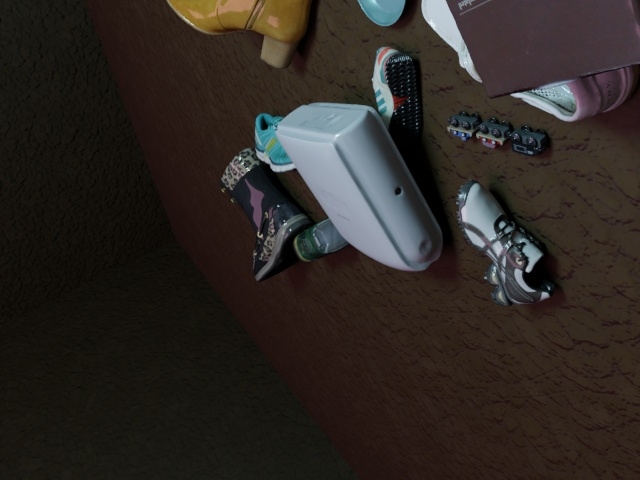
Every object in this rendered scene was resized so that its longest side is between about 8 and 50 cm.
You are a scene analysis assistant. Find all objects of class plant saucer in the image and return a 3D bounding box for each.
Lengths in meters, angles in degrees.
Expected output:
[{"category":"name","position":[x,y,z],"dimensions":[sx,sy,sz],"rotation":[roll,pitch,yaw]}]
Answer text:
[{"category":"plant saucer","position":[0.087,-0.362,0.763],"dimensions":[0.119,0.021,0.119],"rotation":[48,154,32]}]

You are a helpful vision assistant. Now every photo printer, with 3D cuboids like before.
[{"category":"photo printer","position":[0.071,-0.084,0.949],"dimensions":[0.308,0.107,0.256],"rotation":[56,167,-28]}]

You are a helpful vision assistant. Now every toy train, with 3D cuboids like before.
[{"category":"toy train","position":[0.226,-0.139,0.717],"dimensions":[0.158,0.027,0.036],"rotation":[33,156,50]}]

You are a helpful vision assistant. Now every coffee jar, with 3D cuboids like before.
[{"category":"coffee jar","position":[0.000,0.000,1.303],"dimensions":[0.079,0.096,0.184],"rotation":[64,158,1]}]

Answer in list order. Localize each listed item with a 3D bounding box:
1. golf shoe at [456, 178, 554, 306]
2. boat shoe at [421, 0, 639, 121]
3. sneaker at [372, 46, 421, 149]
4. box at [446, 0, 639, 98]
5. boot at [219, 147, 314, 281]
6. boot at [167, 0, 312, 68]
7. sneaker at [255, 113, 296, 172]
[{"category":"golf shoe","position":[0.261,0.000,0.760],"dimensions":[0.093,0.077,0.198],"rotation":[-8,116,56]},{"category":"boat shoe","position":[0.194,-0.217,0.593],"dimensions":[0.277,0.096,0.098],"rotation":[46,154,36]},{"category":"sneaker","position":[0.114,-0.222,0.849],"dimensions":[0.075,0.057,0.161],"rotation":[-115,10,-50]},{"category":"box","position":[0.196,-0.246,0.413],"dimensions":[0.203,0.167,0.168],"rotation":[60,164,-17]},{"category":"boot","position":[-0.168,-0.060,1.554],"dimensions":[0.284,0.138,0.377],"rotation":[56,154,12]},{"category":"boot","position":[-0.146,-0.461,0.988],"dimensions":[0.295,0.104,0.211],"rotation":[31,146,3]},{"category":"sneaker","position":[-0.081,-0.219,1.222],"dimensions":[0.275,0.106,0.110],"rotation":[31,134,52]}]
